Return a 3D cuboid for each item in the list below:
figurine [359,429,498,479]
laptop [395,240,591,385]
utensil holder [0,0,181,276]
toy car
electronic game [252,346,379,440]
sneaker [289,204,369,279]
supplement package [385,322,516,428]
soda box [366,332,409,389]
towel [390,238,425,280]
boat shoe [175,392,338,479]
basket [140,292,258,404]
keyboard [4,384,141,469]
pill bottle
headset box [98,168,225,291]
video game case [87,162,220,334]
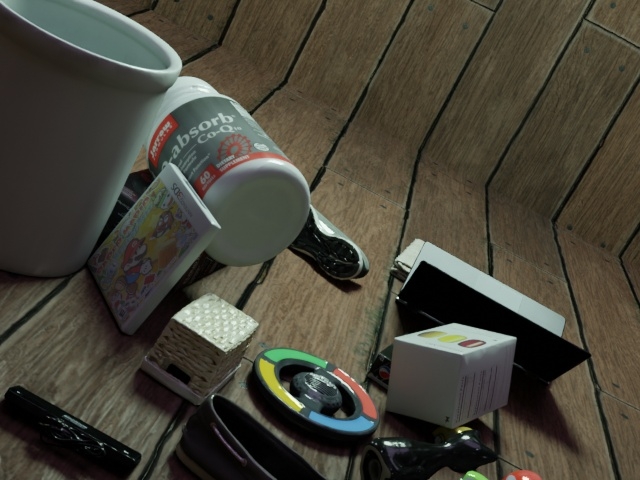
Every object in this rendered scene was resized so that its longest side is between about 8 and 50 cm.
[{"bbox_3d":[0.198,0.363,1.586,0.209,0.092,0.215,-7,35,-27],"label":"figurine"},{"bbox_3d":[0.387,0.117,2.344,0.381,0.236,0.408,30,36,3],"label":"laptop"},{"bbox_3d":[-0.450,-0.182,1.750,0.327,0.386,0.328,26,19,-10],"label":"utensil holder"},{"bbox_3d":[0.270,0.390,1.774,0.239,0.053,0.225,33,19,16],"label":"toy car"},{"bbox_3d":[-0.007,0.248,1.768,0.229,0.048,0.229,25,19,-9],"label":"electronic game"},{"bbox_3d":[0.000,0.001,2.381,0.271,0.100,0.108,42,9,28],"label":"sneaker"},{"bbox_3d":[0.237,0.237,1.943,0.139,0.134,0.244,11,8,30],"label":"supplement package"},{"bbox_3d":[0.148,0.227,2.031,0.060,0.053,0.169,33,18,15],"label":"soda box"},{"bbox_3d":[0.280,0.074,2.627,0.187,0.049,0.282,31,19,7],"label":"towel"},{"bbox_3d":[-0.041,0.326,1.438,0.335,0.096,0.112,32,19,10],"label":"boat shoe"},{"bbox_3d":[-0.180,0.161,1.666,0.113,0.103,0.167,32,18,8],"label":"basket"},{"bbox_3d":[-0.323,0.246,1.377,0.192,0.038,0.100,28,-5,3],"label":"keyboard"},{"bbox_3d":[-0.186,-0.133,1.919,0.210,0.210,0.363,12,26,-39],"label":"pill bottle"},{"bbox_3d":[-0.284,-0.028,2.003,0.218,0.110,0.293,33,19,11],"label":"headset box"},{"bbox_3d":[-0.274,0.009,1.746,0.026,0.227,0.206,33,11,-41],"label":"video game case"}]
